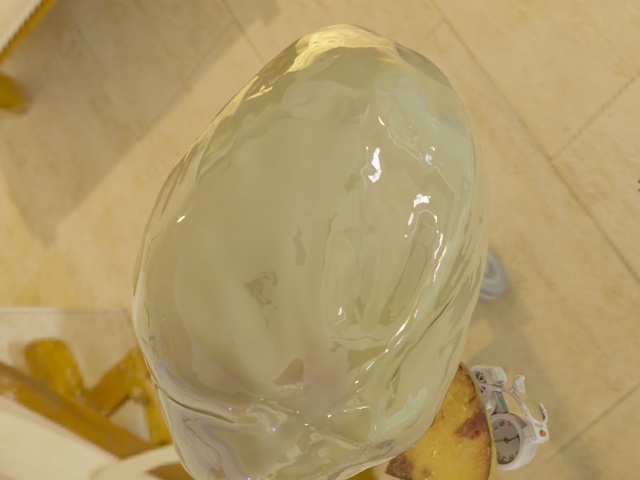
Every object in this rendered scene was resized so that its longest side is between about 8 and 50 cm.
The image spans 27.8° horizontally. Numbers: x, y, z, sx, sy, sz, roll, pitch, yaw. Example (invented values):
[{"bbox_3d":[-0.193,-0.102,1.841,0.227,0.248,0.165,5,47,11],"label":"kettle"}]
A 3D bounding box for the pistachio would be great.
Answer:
[{"bbox_3d":[0.000,0.000,0.786,0.226,0.208,0.331,-25,40,48],"label":"pistachio"}]

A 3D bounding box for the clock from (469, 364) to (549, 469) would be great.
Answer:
[{"bbox_3d":[0.213,0.198,1.496,0.087,0.041,0.129,-40,60,36],"label":"clock"}]

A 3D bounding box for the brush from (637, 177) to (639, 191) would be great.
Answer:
[{"bbox_3d":[0.125,-0.024,0.463,0.013,0.084,0.016,45,111,9],"label":"brush"}]

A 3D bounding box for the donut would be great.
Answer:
[{"bbox_3d":[0.086,0.194,1.402,0.295,0.112,0.151,14,63,34],"label":"donut"}]
